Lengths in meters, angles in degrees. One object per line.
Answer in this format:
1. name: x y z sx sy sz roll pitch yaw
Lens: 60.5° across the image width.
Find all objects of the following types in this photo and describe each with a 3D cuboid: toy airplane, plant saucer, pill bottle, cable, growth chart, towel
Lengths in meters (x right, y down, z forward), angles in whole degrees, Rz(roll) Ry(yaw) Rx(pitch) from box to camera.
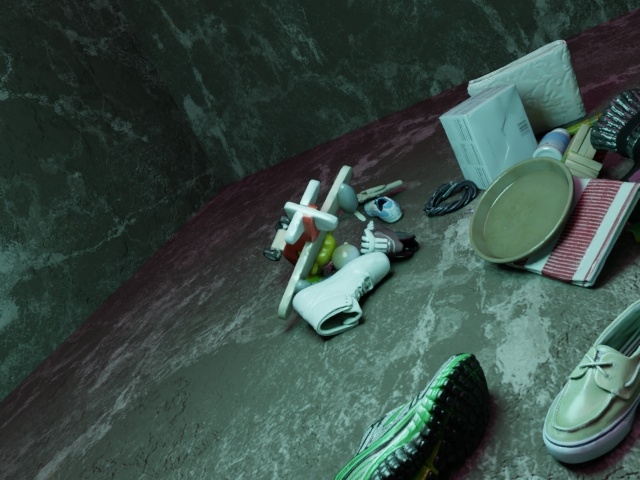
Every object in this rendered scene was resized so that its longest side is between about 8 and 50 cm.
1. toy airplane: 0.000 0.000 1.582 0.386 0.272 0.384 -62 5 24
2. plant saucer: 0.463 -0.066 1.264 0.278 0.041 0.278 -42 31 32
3. pill bottle: 0.699 -0.273 1.644 0.087 0.087 0.160 -9 27 43
4. cable: 0.412 -0.129 1.753 0.184 0.047 0.150 -39 29 -20
5. growth chart: 0.013 0.093 1.767 0.237 0.021 0.172 -31 21 -5
6. towel: 0.691 -0.475 1.831 0.316 0.332 0.053 -19 51 26
7. towel: 0.813 -0.354 1.759 0.237 0.021 0.102 -23 7 30
8. towel: 0.517 -0.035 1.219 0.237 0.037 0.329 -61 25 -3

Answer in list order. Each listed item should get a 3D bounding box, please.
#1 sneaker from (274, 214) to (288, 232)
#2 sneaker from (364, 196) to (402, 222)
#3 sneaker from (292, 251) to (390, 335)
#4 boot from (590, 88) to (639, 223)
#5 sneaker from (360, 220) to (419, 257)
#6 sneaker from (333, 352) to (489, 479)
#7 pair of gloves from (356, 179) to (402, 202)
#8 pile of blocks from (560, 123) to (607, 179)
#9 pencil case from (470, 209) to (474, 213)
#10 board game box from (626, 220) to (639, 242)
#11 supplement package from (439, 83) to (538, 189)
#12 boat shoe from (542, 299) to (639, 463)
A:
1. sneaker: -0.101 -0.092 2.259 0.267 0.106 0.101 -10 28 45
2. sneaker: 0.213 -0.123 1.935 0.085 0.086 0.237 -34 19 -9
3. sneaker: 0.090 0.147 1.436 0.292 0.108 0.169 -30 33 -13
4. boot: 0.711 -0.198 1.243 0.348 0.131 0.260 -34 43 -14
5. sneaker: 0.210 0.009 1.634 0.162 0.107 0.281 5 11 9
6. sneaker: 0.146 0.303 0.887 0.343 0.134 0.146 -39 21 -26
7. pair of gloves: 0.172 -0.168 2.086 0.204 0.042 0.240 -18 3 -32
8. pile of blocks: 0.653 -0.141 1.392 0.112 0.149 0.362 27 56 14
9. pencil case: 0.502 -0.099 1.476 0.206 0.088 0.086 -36 19 -19
10. board game box: 0.722 -0.010 1.034 0.124 0.039 0.259 -29 22 -4
11. supplement package: 0.536 -0.322 1.722 0.204 0.262 0.145 -33 20 -13
12. boat shoe: 0.428 0.198 0.822 0.302 0.094 0.109 -38 21 -24
